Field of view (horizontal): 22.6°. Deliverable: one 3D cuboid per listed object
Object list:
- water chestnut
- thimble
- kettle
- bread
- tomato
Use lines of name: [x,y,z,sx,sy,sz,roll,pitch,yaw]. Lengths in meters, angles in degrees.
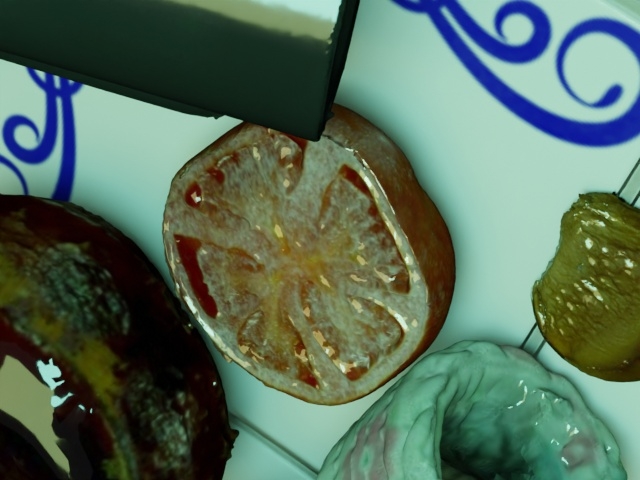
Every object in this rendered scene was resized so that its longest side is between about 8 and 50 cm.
water chestnut: [-0.244,0.146,1.256,0.350,0.302,0.350,13,119,24]
thimble: [0.101,0.180,1.141,0.185,0.211,0.149,50,130,13]
kettle: [-0.122,-0.195,1.035,0.308,0.262,0.203,13,93,2]
bread: [0.208,0.039,1.115,0.126,0.044,0.129,32,128,13]
tomato: [0.000,0.000,1.179,0.237,0.095,0.236,16,123,26]
